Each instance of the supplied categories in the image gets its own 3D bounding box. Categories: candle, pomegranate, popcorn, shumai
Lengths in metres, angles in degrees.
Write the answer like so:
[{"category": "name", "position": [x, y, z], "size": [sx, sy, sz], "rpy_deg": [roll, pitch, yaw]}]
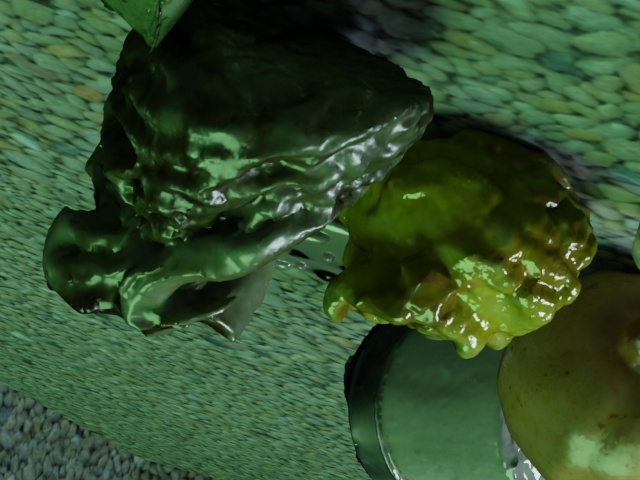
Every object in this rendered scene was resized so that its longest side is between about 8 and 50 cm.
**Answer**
[{"category": "candle", "position": [0.187, 0.156, 1.646], "size": [0.330, 0.187, 0.187], "rpy_deg": [-1, 155, 46]}, {"category": "pomegranate", "position": [0.244, 0.126, 1.426], "size": [0.207, 0.207, 0.207], "rpy_deg": [17, 165, 5]}, {"category": "popcorn", "position": [0.101, 0.009, 1.280], "size": [0.197, 0.156, 0.197], "rpy_deg": [5, 167, 1]}, {"category": "shumai", "position": [-0.054, -0.032, 1.107], "size": [0.189, 0.218, 0.256], "rpy_deg": [22, -170, -12]}]

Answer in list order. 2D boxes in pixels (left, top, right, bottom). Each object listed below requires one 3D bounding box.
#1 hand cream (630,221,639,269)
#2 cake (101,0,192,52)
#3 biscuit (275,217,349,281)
[{"category": "hand cream", "position": [0.295, 0.008, 1.276], "size": [0.143, 0.039, 0.061], "rpy_deg": [8, 155, 8]}, {"category": "cake", "position": [-0.146, -0.225, 0.981], "size": [0.235, 0.099, 0.100], "rpy_deg": [41, 164, -3]}, {"category": "biscuit", "position": [0.000, 0.000, 1.566], "size": [0.208, 0.049, 0.181], "rpy_deg": [23, 165, -8]}]
